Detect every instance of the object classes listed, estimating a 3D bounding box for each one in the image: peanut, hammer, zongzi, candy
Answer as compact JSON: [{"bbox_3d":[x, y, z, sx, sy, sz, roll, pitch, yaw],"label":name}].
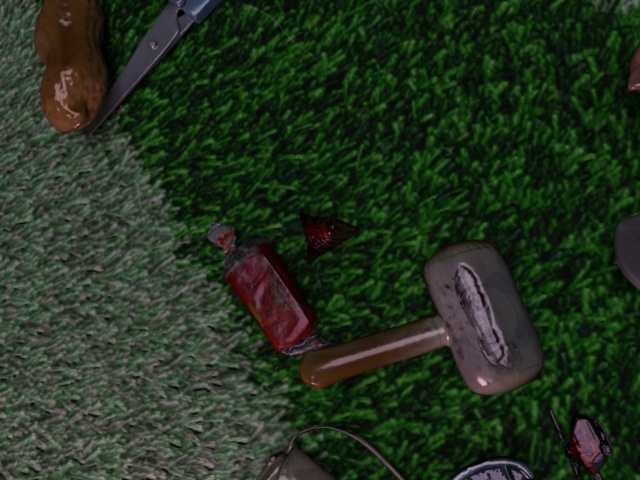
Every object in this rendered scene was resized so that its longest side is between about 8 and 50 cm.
[{"bbox_3d":[-0.392,-0.288,1.012,0.117,0.101,0.262,-30,65,41],"label":"peanut"},{"bbox_3d":[0.119,0.132,0.838,0.306,0.113,0.201,-21,76,4],"label":"hammer"},{"bbox_3d":[0.000,0.000,0.929,0.083,0.067,0.073,9,96,32],"label":"zongzi"},{"bbox_3d":[-0.068,0.080,0.921,0.086,0.059,0.292,-39,76,8],"label":"candy"}]

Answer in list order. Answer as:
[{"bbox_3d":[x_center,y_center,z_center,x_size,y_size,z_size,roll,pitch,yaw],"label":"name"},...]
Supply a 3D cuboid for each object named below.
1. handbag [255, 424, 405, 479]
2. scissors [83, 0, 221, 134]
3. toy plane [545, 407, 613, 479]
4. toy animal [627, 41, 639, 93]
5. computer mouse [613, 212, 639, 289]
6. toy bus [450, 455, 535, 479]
[{"bbox_3d":[0.023,0.381,0.858,0.256,0.079,0.219,37,80,14],"label":"handbag"},{"bbox_3d":[-0.241,-0.345,1.030,0.193,0.029,0.447,40,92,15],"label":"scissors"},{"bbox_3d":[0.344,0.279,0.816,0.060,0.037,0.145,-21,77,13],"label":"toy plane"},{"bbox_3d":[0.507,-0.184,0.793,0.248,0.149,0.165,29,74,3],"label":"toy animal"},{"bbox_3d":[0.485,0.002,0.789,0.231,0.079,0.127,-17,40,23],"label":"computer mouse"},{"bbox_3d":[0.244,0.392,0.779,0.121,0.120,0.264,-24,79,8],"label":"toy bus"}]
